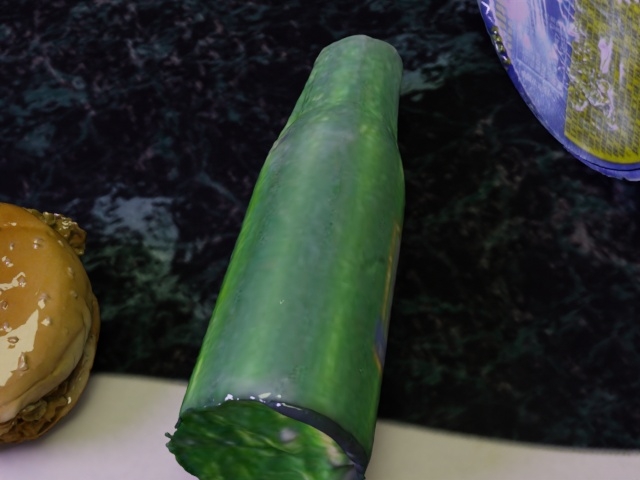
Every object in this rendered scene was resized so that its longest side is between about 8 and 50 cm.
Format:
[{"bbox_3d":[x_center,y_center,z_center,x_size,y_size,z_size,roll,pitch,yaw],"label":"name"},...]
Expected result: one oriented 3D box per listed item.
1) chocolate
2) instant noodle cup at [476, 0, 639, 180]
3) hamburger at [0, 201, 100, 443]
[{"bbox_3d":[0.000,0.000,0.767,0.110,0.110,0.291,6,52,9],"label":"chocolate"},{"bbox_3d":[0.282,-0.212,0.810,0.312,0.284,0.284,-18,54,-17],"label":"instant noodle cup"},{"bbox_3d":[-0.194,0.047,0.756,0.138,0.083,0.147,-3,57,-2],"label":"hamburger"}]
